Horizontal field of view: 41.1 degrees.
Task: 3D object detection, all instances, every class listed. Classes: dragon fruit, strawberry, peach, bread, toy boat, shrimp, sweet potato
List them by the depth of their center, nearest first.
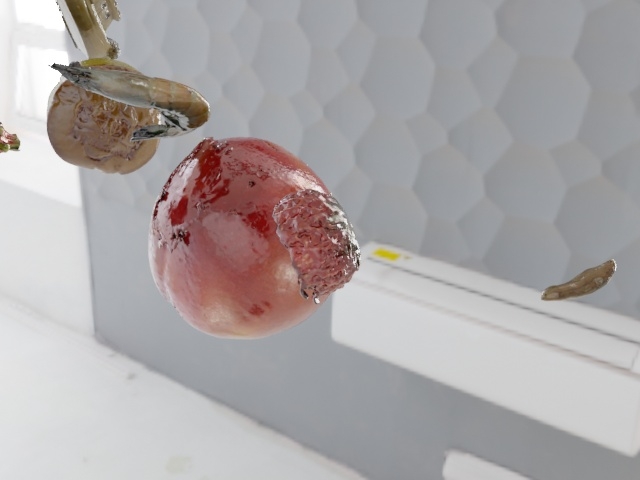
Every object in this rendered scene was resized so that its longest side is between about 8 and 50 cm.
[{"bbox_3d":[0.000,0.000,1.074,0.086,0.145,0.145,-22,-158,6],"label":"strawberry"},{"bbox_3d":[-0.313,-0.210,1.359,0.262,0.051,0.198,11,155,-25],"label":"shrimp"},{"bbox_3d":[-0.136,-0.003,1.462,0.370,0.370,0.370,1,-158,0],"label":"peach"},{"bbox_3d":[-0.593,-0.183,1.516,0.116,0.081,0.086,-2,-144,-49],"label":"dragon fruit"},{"bbox_3d":[0.558,0.099,1.843,0.182,0.053,0.054,-23,-178,-8],"label":"sweet potato"},{"bbox_3d":[-0.488,-0.280,1.935,0.270,0.269,0.148,-9,-152,-22],"label":"bread"},{"bbox_3d":[-0.525,-0.531,1.939,0.121,0.321,0.089,-36,-112,-15],"label":"toy boat"}]
